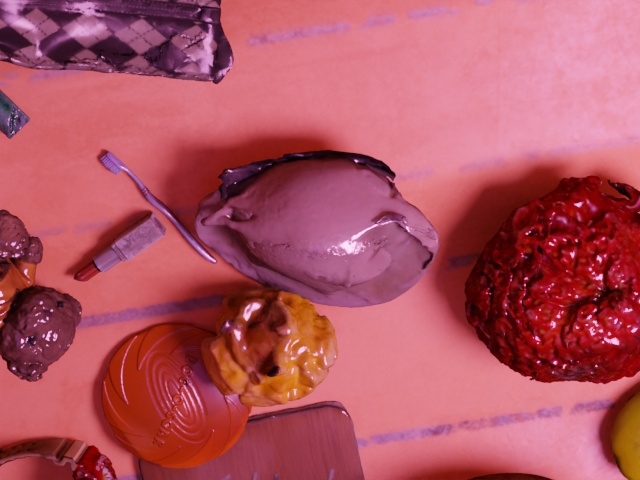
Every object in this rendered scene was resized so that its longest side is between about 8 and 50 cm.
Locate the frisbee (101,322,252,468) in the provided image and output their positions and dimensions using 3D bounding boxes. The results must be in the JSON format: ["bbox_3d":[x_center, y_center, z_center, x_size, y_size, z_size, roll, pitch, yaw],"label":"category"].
[{"bbox_3d":[-0.182,0.199,1.859,0.192,0.035,0.192,0,102,0],"label":"frisbee"}]

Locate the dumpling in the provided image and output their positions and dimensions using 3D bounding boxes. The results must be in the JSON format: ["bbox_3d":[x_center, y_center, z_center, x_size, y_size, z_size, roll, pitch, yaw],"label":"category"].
[{"bbox_3d":[0.001,-0.018,1.759,0.293,0.204,0.163,3,78,13],"label":"dumpling"}]

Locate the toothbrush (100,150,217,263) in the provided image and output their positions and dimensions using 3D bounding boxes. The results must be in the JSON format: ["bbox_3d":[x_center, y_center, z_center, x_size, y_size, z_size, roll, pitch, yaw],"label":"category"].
[{"bbox_3d":[-0.195,-0.038,1.801,0.019,0.013,0.193,-41,106,17],"label":"toothbrush"}]

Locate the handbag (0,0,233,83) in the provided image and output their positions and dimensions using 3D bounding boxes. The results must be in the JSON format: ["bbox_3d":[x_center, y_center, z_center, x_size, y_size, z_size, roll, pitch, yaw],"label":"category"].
[{"bbox_3d":[-0.219,-0.380,1.612,0.317,0.180,0.416,8,107,-18],"label":"handbag"}]

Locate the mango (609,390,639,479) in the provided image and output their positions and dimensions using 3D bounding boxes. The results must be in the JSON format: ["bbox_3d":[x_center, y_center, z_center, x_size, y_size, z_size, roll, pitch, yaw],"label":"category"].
[{"bbox_3d":[0.439,0.239,1.894,0.117,0.089,0.163,27,93,-3],"label":"mango"}]

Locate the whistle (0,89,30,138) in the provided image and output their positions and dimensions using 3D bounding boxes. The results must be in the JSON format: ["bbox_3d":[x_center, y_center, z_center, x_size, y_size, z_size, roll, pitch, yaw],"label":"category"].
[{"bbox_3d":[-0.419,-0.195,1.726,0.039,0.039,0.186,-42,107,11],"label":"whistle"}]

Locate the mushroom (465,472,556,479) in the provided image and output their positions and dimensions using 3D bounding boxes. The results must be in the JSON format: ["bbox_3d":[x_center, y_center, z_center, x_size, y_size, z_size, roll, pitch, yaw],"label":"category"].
[{"bbox_3d":[0.227,0.472,1.840,0.331,0.356,0.334,17,152,18],"label":"mushroom"}]

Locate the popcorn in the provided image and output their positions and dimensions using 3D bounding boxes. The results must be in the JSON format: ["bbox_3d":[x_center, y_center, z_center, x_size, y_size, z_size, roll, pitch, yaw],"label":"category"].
[{"bbox_3d":[-0.063,0.128,1.793,0.167,0.152,0.148,-12,78,16],"label":"popcorn"}]

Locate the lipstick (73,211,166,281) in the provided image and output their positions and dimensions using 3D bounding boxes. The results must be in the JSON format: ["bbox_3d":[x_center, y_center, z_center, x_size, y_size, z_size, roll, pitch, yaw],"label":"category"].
[{"bbox_3d":[-0.250,0.014,1.807,0.129,0.030,0.030,-33,107,10],"label":"lipstick"}]

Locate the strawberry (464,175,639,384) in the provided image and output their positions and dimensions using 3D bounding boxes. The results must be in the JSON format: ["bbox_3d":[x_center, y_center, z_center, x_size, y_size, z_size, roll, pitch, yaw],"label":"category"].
[{"bbox_3d":[0.318,0.063,1.755,0.274,0.220,0.274,-2,110,-6],"label":"strawberry"}]

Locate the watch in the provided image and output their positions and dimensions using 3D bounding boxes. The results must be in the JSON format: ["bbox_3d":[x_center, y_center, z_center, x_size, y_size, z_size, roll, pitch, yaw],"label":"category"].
[{"bbox_3d":[-0.387,0.341,1.888,0.268,0.102,0.164,-4,102,8],"label":"watch"}]

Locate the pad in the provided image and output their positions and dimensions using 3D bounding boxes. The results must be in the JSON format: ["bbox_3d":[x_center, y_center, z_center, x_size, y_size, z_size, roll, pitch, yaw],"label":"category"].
[{"bbox_3d":[-0.077,0.363,1.939,0.284,0.018,0.286,-11,108,0],"label":"pad"}]

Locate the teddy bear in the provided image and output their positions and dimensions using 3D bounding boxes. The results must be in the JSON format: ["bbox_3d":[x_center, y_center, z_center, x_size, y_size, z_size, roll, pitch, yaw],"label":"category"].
[{"bbox_3d":[-0.381,0.078,1.774,0.190,0.177,0.140,39,147,-13],"label":"teddy bear"}]
